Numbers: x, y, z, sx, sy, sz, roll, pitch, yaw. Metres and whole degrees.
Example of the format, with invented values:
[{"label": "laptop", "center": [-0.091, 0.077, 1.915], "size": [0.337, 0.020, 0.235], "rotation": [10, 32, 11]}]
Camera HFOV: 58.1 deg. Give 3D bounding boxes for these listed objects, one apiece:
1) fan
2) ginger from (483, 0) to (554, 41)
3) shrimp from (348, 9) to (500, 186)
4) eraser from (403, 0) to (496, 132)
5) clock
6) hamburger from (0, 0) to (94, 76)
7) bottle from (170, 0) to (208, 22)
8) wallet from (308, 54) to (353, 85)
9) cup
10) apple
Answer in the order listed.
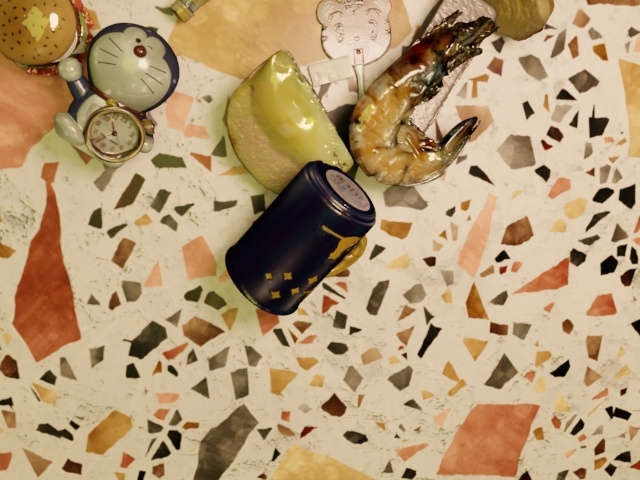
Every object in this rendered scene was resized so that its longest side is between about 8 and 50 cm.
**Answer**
[{"label": "fan", "center": [0.076, -0.372, 1.142], "size": [0.153, 0.008, 0.226], "rotation": [-9, 101, -8]}, {"label": "ginger", "center": [0.402, -0.448, 1.091], "size": [0.123, 0.193, 0.115], "rotation": [-23, 110, -4]}, {"label": "shrimp", "center": [0.214, -0.255, 1.087], "size": [0.365, 0.071, 0.233], "rotation": [-43, 112, 0]}, {"label": "eraser", "center": [0.204, -0.321, 1.142], "size": [0.111, 0.077, 0.352], "rotation": [31, 95, -11]}, {"label": "clock", "center": [-0.358, -0.266, 1.017], "size": [0.200, 0.146, 0.243], "rotation": [31, 97, -29]}, {"label": "hamburger", "center": [-0.482, -0.369, 0.982], "size": [0.175, 0.137, 0.175], "rotation": [-3, 102, -13]}, {"label": "bottle", "center": [-0.166, -0.502, 1.040], "size": [0.270, 0.083, 0.083], "rotation": [-42, 104, 5]}, {"label": "wallet", "center": [0.020, -0.333, 1.132], "size": [0.083, 0.011, 0.044], "rotation": [-14, 106, 4]}, {"label": "cup", "center": [-0.016, -0.015, 1.102], "size": [0.178, 0.255, 0.256], "rotation": [48, 114, 8]}, {"label": "apple", "center": [-0.072, -0.209, 1.092], "size": [0.193, 0.120, 0.265], "rotation": [-28, 116, 13]}]
